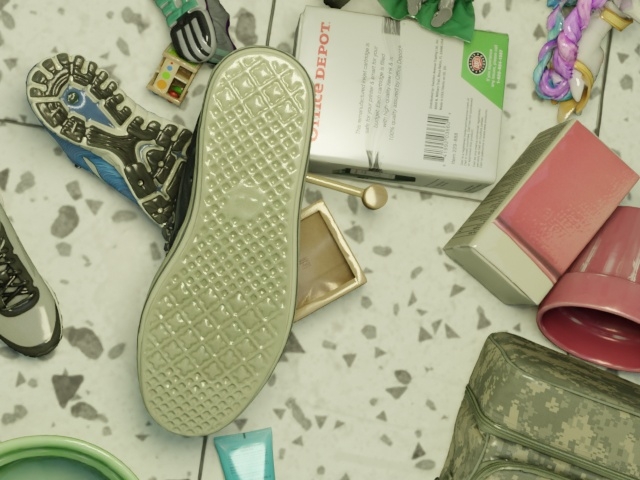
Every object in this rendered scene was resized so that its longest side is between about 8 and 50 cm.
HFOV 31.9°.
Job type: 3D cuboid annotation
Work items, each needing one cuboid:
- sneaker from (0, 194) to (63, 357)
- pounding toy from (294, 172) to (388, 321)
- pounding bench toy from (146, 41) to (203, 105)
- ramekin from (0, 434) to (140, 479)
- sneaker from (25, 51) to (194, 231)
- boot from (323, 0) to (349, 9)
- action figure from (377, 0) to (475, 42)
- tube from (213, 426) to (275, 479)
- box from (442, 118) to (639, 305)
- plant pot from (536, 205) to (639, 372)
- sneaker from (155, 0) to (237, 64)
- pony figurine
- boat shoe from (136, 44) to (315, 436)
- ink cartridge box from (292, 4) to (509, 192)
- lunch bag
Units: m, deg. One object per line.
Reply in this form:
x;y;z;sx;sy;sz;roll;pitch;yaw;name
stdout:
-0.427;0.032;1.463;0.100;0.108;0.271;-28;92;-11;sneaker
0.001;-0.011;1.527;0.206;0.094;0.181;-29;86;0;pounding toy
-0.198;-0.231;1.541;0.052;0.083;0.065;28;115;-7;pounding bench toy
-0.352;0.393;1.430;0.303;0.148;0.303;1;86;-8;ramekin
-0.254;-0.126;1.490;0.330;0.147;0.130;43;79;-23;sneaker
0.019;-0.508;1.540;0.260;0.131;0.348;34;69;-11;boot
0.177;-0.368;1.549;0.137;0.063;0.232;28;44;0;action figure
-0.088;0.364;1.524;0.080;0.052;0.207;-9;83;-13;tube
0.302;-0.036;1.550;0.127;0.148;0.232;41;83;-5;box
0.418;0.060;1.550;0.201;0.201;0.180;25;68;-6;plant pot
-0.177;-0.334;1.549;0.083;0.098;0.224;-26;70;27;sneaker
0.391;-0.368;1.510;0.303;0.351;0.363;29;83;29;pony figurine
-0.111;0.004;1.411;0.186;0.156;0.500;11;99;-4;boat shoe
0.098;-0.191;1.543;0.289;0.121;0.211;8;85;-8;ink cartridge box
0.324;0.302;1.514;0.305;0.212;0.256;21;100;-6;lunch bag
